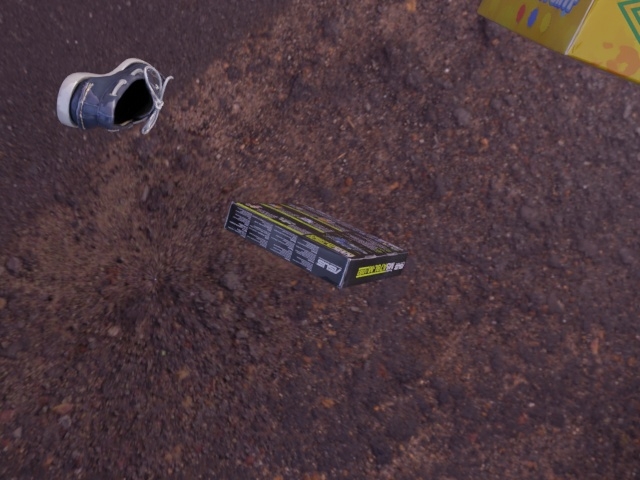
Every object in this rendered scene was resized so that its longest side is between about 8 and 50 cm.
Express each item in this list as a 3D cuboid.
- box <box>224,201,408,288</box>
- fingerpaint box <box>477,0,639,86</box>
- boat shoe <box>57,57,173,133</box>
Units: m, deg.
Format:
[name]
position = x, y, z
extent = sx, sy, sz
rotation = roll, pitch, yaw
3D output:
[box]
position = 0.000, 0.000, 0.754
extent = 0.190, 0.184, 0.045
rotation = 26, 107, 27
[fingerpaint box]
position = 0.503, -0.350, 0.904
extent = 0.370, 0.445, 0.163
rotation = 17, 117, -11
[boat shoe]
position = -0.265, -0.201, 0.781
extent = 0.079, 0.254, 0.095
rotation = 18, 108, 1
